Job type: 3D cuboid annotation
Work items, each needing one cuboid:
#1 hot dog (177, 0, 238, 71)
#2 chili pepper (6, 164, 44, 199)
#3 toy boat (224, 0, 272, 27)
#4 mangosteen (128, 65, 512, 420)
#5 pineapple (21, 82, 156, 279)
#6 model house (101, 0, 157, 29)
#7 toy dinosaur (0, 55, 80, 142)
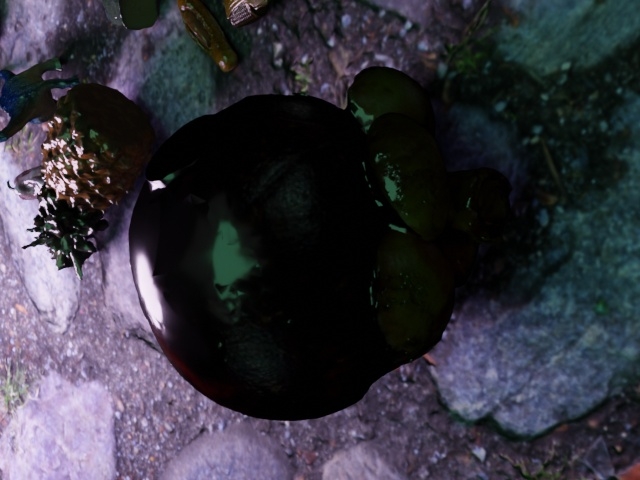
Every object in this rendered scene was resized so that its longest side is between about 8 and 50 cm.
[{"bbox_3d":[-0.161,-0.289,1.379,0.137,0.028,0.044,56,133,12],"label":"hot dog"},{"bbox_3d":[-0.456,-0.099,1.639,0.153,0.041,0.050,-14,112,23],"label":"chili pepper"},{"bbox_3d":[-0.068,-0.320,1.290,0.149,0.047,0.049,-15,104,41],"label":"toy boat"},{"bbox_3d":[-0.022,-0.010,1.128,0.421,0.381,0.381,-44,73,21],"label":"mangosteen"},{"bbox_3d":[-0.375,-0.072,1.515,0.169,0.169,0.340,49,127,19],"label":"pineapple"},{"bbox_3d":[-0.283,-0.353,1.446,0.083,0.066,0.079,30,129,48],"label":"model house"},{"bbox_3d":[-0.452,-0.226,1.547,0.363,0.147,0.076,-132,27,-58],"label":"toy dinosaur"}]
